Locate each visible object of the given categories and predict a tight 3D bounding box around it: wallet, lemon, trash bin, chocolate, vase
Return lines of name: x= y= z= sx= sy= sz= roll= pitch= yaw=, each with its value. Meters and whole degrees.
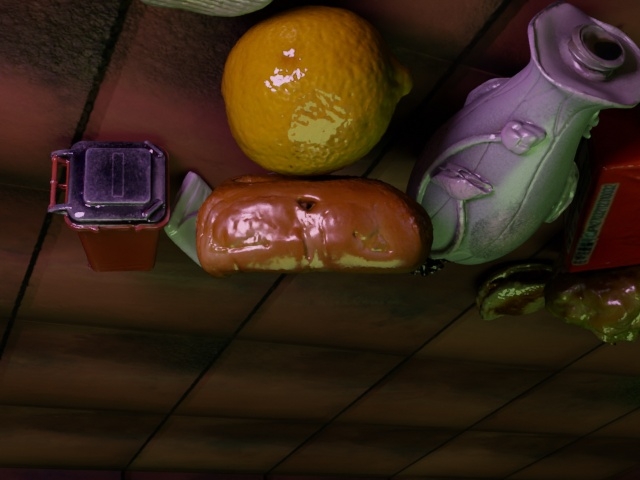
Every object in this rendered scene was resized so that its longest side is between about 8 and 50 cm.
wallet: x=-0.208 y=-0.029 z=1.548 sx=0.031 sy=0.124 sz=0.183 roll=10 pitch=156 yaw=27
lemon: x=-0.008 y=-0.206 z=1.193 sx=0.253 sy=0.228 sz=0.228 roll=-25 pitch=146 yaw=9
trash bin: x=-0.346 y=-0.046 z=1.454 sx=0.184 sy=0.161 sz=0.239 roll=0 pitch=152 yaw=-12
chocolate: x=0.612 y=-0.107 z=1.548 sx=0.341 sy=0.162 sz=0.360 roll=-8 pitch=148 yaw=1
vase: x=0.299 y=-0.147 z=1.347 sx=0.249 sy=0.250 sz=0.445 roll=5 pitch=146 yaw=-20

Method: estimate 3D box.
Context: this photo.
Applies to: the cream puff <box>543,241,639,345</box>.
cream puff: x=0.586 y=0.102 z=1.781 sx=0.281 sy=0.282 sz=0.185 roll=-20 pitch=118 yaw=20

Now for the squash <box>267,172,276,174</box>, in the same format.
squash: x=-0.077 y=-0.030 z=1.574 sx=0.123 sy=0.123 sz=0.187 roll=2 pitch=151 yaw=-14

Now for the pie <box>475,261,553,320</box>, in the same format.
pie: x=0.447 y=0.120 z=1.963 sx=0.205 sy=0.084 sz=0.179 roll=-10 pitch=149 yaw=-1

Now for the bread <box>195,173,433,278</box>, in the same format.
bread: x=0.002 y=-0.030 z=1.296 sx=0.327 sy=0.148 sz=0.337 roll=-2 pitch=-176 yaw=9

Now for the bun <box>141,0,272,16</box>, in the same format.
bun: x=-0.139 y=-0.358 z=1.029 sx=0.221 sy=0.108 sz=0.221 roll=-4 pitch=157 yaw=-2

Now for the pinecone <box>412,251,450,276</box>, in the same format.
pinecone: x=0.192 y=0.005 z=1.659 sx=0.140 sy=0.140 sz=0.121 roll=-12 pitch=124 yaw=7

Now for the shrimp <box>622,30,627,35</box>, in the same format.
shrimp: x=0.441 y=-0.278 z=1.358 sx=0.091 sy=0.025 sz=0.127 roll=6 pitch=151 yaw=-22
